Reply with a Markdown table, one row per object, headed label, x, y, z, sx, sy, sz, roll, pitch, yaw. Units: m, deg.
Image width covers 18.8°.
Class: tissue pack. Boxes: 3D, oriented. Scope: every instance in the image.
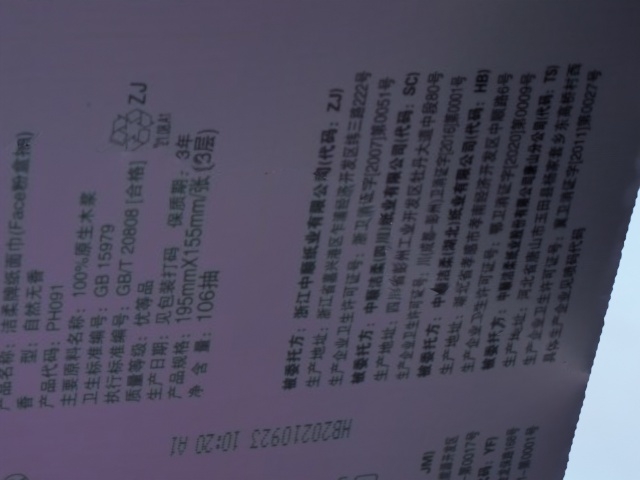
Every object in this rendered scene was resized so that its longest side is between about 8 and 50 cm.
| label | x | y | z | sx | sy | sz | roll | pitch | yaw |
| --- | --- | --- | --- | --- | --- | --- | --- | --- | --- |
| tissue pack | -0.023 | -0.016 | 0.377 | 0.148 | 0.092 | 0.246 | -3 | -59 | -23 |
